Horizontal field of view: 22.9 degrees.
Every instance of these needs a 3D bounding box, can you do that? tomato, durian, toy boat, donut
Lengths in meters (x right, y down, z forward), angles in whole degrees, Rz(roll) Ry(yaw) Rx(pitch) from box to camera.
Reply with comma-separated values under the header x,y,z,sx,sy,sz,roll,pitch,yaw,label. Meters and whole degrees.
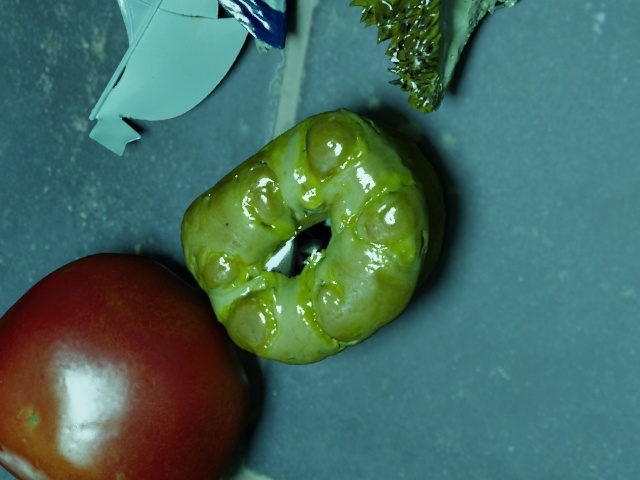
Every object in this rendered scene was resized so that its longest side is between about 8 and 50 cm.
x,y,z,sx,sy,sz,roll,pitch,yaw,label
-0.225,0.154,1.598,0.299,0.226,0.298,5,100,31,tomato
0.119,-0.268,1.402,0.172,0.166,0.306,44,114,48,durian
-0.161,-0.232,1.585,0.292,0.070,0.210,-30,82,32,toy boat
0.000,0.000,1.505,0.261,0.128,0.208,-30,86,29,donut
